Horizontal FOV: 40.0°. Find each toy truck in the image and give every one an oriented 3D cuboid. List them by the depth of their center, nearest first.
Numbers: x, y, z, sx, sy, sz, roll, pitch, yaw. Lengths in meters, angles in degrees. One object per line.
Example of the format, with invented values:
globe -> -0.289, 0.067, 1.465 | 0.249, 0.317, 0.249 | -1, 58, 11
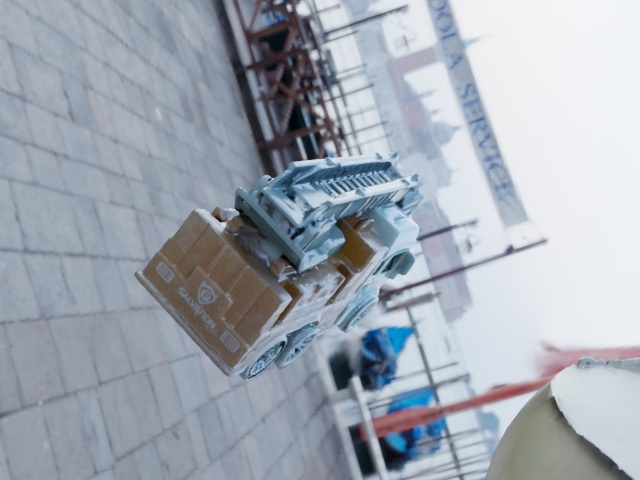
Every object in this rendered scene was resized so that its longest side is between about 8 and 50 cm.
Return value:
toy truck -> 0.000, 0.000, 0.837 | 0.133, 0.184, 0.338 | 45, 24, 14

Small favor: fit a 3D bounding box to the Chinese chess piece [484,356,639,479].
Chinese chess piece -> 0.262, 0.194, 0.518 | 0.338, 0.338, 0.140 | -78, -177, -77
